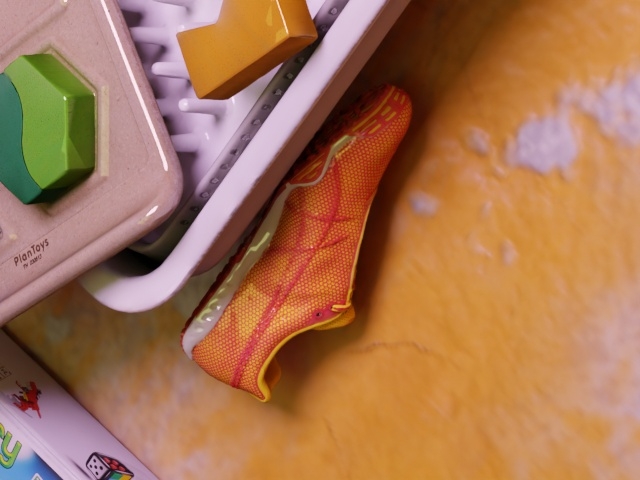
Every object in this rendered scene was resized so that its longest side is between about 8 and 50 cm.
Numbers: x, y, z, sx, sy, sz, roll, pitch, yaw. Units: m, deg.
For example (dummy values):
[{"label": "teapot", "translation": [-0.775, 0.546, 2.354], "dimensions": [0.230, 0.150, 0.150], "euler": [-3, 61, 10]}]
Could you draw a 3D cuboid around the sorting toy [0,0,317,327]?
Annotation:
[{"label": "sorting toy", "translation": [-0.141, -0.092, 0.862], "dimensions": [0.307, 0.041, 0.229], "euler": [-30, 72, 39]}]

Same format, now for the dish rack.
[{"label": "dish rack", "translation": [-0.059, -0.162, 0.859], "dimensions": [0.285, 0.072, 0.333], "euler": [53, 123, 26]}]

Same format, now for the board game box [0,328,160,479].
[{"label": "board game box", "translation": [-0.226, 0.133, 1.052], "dimensions": [0.305, 0.053, 0.193], "euler": [40, 119, 24]}]

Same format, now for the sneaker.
[{"label": "sneaker", "translation": [0.000, 0.000, 0.877], "dimensions": [0.067, 0.064, 0.175], "euler": [32, 116, -3]}]
